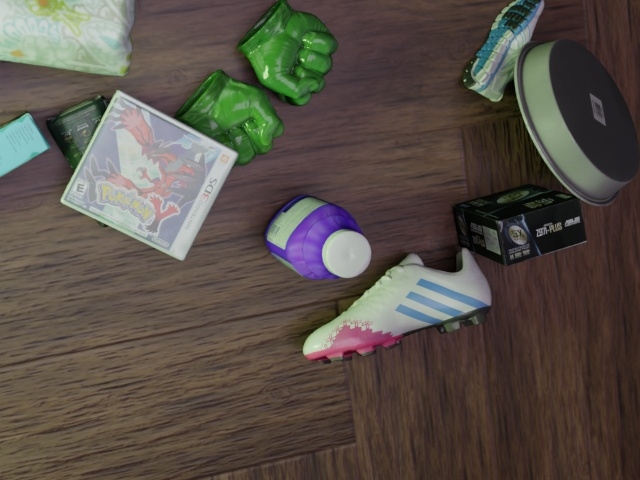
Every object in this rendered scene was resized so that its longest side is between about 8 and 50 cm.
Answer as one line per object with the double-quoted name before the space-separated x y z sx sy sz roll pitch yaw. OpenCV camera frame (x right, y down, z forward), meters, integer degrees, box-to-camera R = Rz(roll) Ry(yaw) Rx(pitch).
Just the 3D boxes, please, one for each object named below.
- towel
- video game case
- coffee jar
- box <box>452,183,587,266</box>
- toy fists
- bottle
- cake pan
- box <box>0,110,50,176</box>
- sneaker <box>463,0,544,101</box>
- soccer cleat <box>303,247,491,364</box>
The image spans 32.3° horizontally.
"towel" -0.403 -0.431 1.508 0.320 0.090 0.374 6 91 -15
"video game case" -0.248 -0.093 1.619 0.201 0.023 0.183 27 91 -17
"coffee jar" -0.328 -0.116 1.648 0.096 0.079 0.184 -26 104 -11
"box" 0.320 -0.028 1.798 0.147 0.180 0.077 -16 104 -13
"toy fists" -0.087 -0.230 1.693 0.142 0.096 0.279 42 84 -20
"bottle" 0.000 0.000 1.655 0.118 0.283 0.092 -46 108 -7
"cake pan" 0.420 -0.199 1.771 0.293 0.054 0.293 26 51 -37
"box" -0.510 -0.099 1.586 0.244 0.100 0.060 -32 105 -10
"sneaker" 0.315 -0.313 1.819 0.083 0.071 0.190 33 92 -31
"soccer cleat" 0.117 0.104 1.810 0.331 0.116 0.143 -15 83 -14
